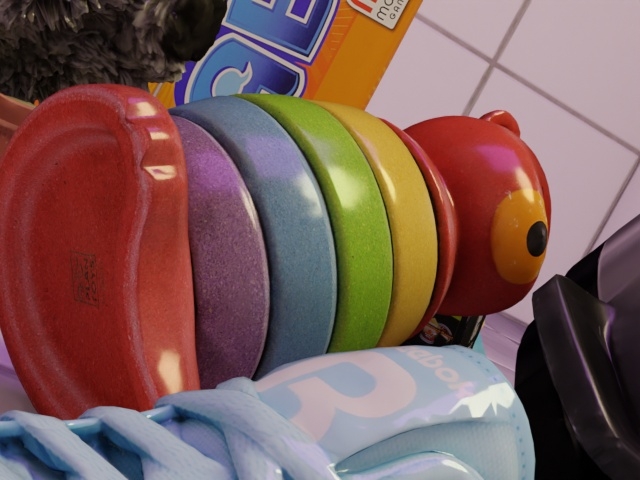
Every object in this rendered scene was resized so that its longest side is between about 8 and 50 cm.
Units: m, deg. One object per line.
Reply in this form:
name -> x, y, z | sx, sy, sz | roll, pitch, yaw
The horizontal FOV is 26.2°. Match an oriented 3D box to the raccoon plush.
raccoon plush -> -0.258, -0.161, 0.825 | 0.299, 0.446, 0.216 | 3, 60, -53

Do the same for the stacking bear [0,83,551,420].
stacking bear -> 0.000, 0.000, 0.687 | 0.289, 0.175, 0.164 | -10, 11, -36

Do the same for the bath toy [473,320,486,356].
bath toy -> 0.075, 0.071, 1.436 | 0.129, 0.151, 0.348 | -15, 11, -4

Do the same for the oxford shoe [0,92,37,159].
oxford shoe -> -0.134, -0.006, 0.835 | 0.397, 0.140, 0.146 | 30, -1, 3

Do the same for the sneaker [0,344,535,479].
sneaker -> -0.025, 0.080, 0.387 | 0.366, 0.150, 0.135 | 25, 4, -40

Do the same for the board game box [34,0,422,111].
board game box -> -0.154, -0.192, 1.410 | 0.356, 0.356, 0.356 | 27, 5, -11

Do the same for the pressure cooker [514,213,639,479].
pressure cooker -> 0.294, 0.102, 0.606 | 0.370, 0.420, 0.375 | 54, 25, 5

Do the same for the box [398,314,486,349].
box -> 0.001, 0.049, 0.874 | 0.191, 0.184, 0.045 | 29, 45, 16
